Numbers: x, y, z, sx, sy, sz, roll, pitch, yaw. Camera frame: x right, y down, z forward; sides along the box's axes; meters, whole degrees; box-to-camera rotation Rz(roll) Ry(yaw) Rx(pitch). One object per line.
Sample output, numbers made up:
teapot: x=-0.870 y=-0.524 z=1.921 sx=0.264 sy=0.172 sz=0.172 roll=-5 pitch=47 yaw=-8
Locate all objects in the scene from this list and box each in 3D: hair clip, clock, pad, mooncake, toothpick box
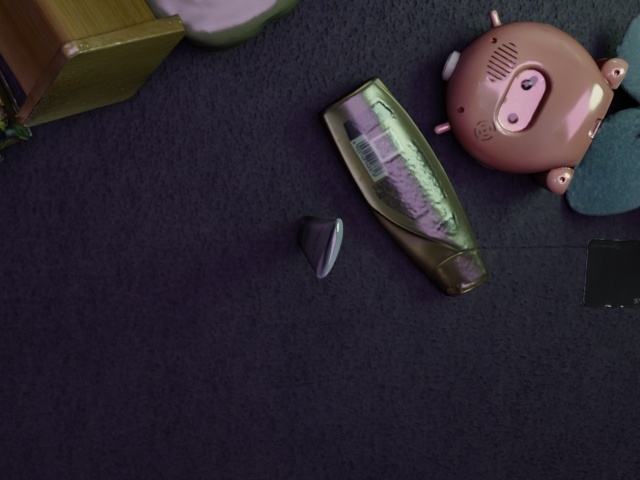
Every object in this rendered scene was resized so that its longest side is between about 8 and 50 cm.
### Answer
hair clip: x=0.605 y=-0.169 z=1.307 sx=0.238 sy=0.392 sz=0.318 roll=4 pitch=92 yaw=-35
clock: x=0.294 y=-0.211 z=1.303 sx=0.241 sy=0.142 sz=0.227 roll=26 pitch=99 yaw=1
pad: x=0.504 y=0.055 z=1.440 sx=0.157 sy=0.003 sz=0.112 roll=2 pitch=95 yaw=-9
mooncake: x=-0.151 y=-0.397 z=1.233 sx=0.275 sy=0.135 sz=0.274 roll=0 pitch=95 yaw=-5
toothpick box: x=-0.358 y=-0.335 z=1.148 sx=0.190 sy=0.187 sz=0.308 roll=-30 pitch=87 yaw=-42

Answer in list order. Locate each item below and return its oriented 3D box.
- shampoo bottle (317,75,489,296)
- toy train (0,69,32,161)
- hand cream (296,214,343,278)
shampoo bottle: x=0.132 y=-0.072 z=1.329 sx=0.126 sy=0.084 sz=0.350 roll=-35 pitch=99 yaw=-2
toy train: x=-0.500 y=-0.210 z=1.170 sx=0.134 sy=0.177 sz=0.260 roll=-25 pitch=97 yaw=-5
hand cream: x=0.000 y=0.000 z=1.227 sx=0.048 sy=0.255 sz=0.079 roll=12 pitch=94 yaw=-6
